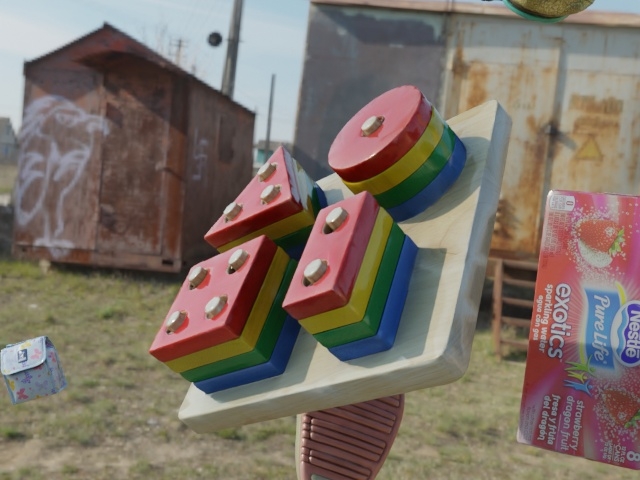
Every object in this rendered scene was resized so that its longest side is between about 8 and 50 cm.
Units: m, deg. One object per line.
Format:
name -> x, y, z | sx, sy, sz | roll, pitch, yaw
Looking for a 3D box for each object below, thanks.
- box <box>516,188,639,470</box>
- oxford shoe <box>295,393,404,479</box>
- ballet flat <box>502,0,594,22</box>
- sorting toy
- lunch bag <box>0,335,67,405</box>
box -> 0.285, 0.083, 0.761 | 0.122, 0.257, 0.128 | 8, 1, 26
oxford shoe -> 0.031, 0.201, 1.081 | 0.140, 0.397, 0.146 | 28, -41, -14
ballet flat -> 0.249, -0.329, 0.692 | 0.123, 0.123, 0.349 | 8, 46, 26
sorting toy -> 0.000, 0.000, 0.581 | 0.257, 0.255, 0.089 | -22, -56, 39
lunch bag -> -0.413, 0.184, 1.072 | 0.071, 0.083, 0.053 | -15, 3, 1
